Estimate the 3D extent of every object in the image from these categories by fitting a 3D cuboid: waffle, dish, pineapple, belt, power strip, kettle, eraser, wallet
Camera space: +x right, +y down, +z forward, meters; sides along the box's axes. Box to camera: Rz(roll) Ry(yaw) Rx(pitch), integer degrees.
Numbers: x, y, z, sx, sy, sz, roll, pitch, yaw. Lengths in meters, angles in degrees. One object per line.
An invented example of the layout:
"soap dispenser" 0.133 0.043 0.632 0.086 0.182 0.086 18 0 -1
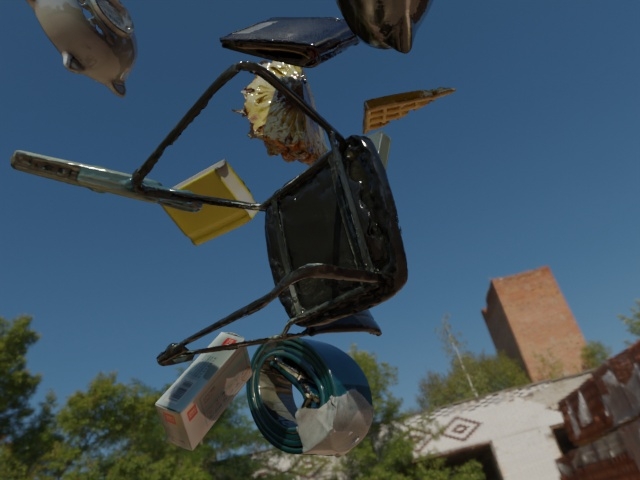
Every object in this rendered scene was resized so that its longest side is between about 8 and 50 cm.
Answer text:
"waffle" 0.186 -0.279 1.142 0.190 0.032 0.125 -9 -18 0
"dish" -0.398 -0.383 0.941 0.086 0.228 0.236 -28 -59 20
"pineapple" -0.104 -0.305 1.476 0.208 0.345 0.286 -10 -27 10
"belt" -0.044 0.440 1.514 0.173 0.300 0.436 19 -1 -34
"power strip" 0.134 -0.227 1.744 0.193 0.265 0.059 -19 -43 42
"kettle" 0.108 -0.549 1.029 0.228 0.321 0.324 -22 -27 -6
"eraser" -0.276 -0.089 1.312 0.226 0.069 0.158 -20 -62 33
"wallet" -0.065 -0.462 1.222 0.262 0.221 0.072 18 -49 22

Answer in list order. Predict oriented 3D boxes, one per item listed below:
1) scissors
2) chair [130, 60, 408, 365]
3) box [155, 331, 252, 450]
"scissors" -0.325 -0.090 0.803 0.289 0.041 0.138 15 -4 -3
"chair" 0.000 0.000 0.387 0.145 0.140 0.221 -31 -27 36
"box" -0.271 0.357 1.283 0.079 0.269 0.135 11 -55 25
